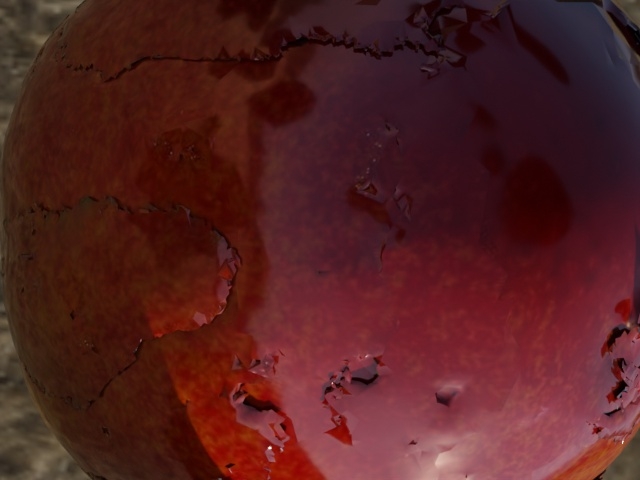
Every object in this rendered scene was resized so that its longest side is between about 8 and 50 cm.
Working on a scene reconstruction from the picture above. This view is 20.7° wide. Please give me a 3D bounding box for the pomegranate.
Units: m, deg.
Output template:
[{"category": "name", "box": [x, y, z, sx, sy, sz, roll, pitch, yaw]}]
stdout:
[{"category": "pomegranate", "box": [0.000, 0.000, 0.533, 0.210, 0.235, 0.210, 6, 80, -40]}]
